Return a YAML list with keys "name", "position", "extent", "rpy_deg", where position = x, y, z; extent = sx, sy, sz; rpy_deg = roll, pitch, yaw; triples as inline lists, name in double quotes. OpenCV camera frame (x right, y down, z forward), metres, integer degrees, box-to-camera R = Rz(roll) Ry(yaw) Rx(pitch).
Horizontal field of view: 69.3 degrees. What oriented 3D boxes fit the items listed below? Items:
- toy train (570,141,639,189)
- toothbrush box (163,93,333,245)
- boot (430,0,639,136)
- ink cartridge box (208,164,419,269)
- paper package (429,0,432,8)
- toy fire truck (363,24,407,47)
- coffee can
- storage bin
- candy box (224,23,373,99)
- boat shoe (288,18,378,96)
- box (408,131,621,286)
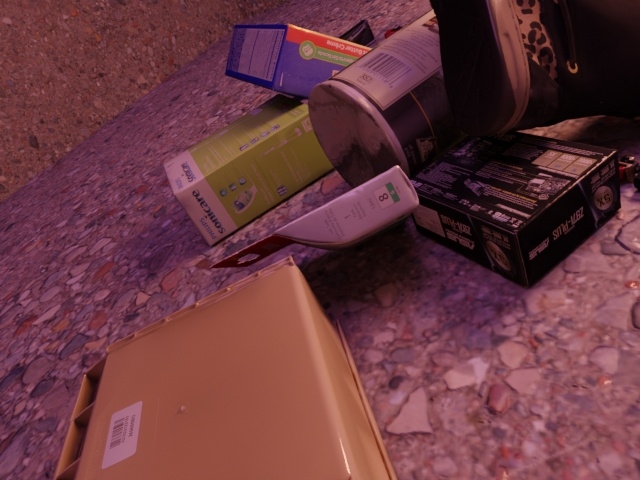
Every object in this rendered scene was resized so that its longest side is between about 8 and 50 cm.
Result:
- name: "toy train"
  position: [0.333, -0.082, 0.533]
  extent: [0.036, 0.027, 0.158]
  rpy_deg: [-45, 35, -5]
- name: "toothbrush box"
  position: [-0.138, -0.146, 0.882]
  extent: [0.283, 0.122, 0.206]
  rpy_deg: [-33, 32, -8]
- name: "boot"
  position: [0.286, -0.304, 0.547]
  extent: [0.284, 0.377, 0.138]
  rpy_deg: [-2, -11, -13]
- name: "ink cartridge box"
  position: [0.000, 0.000, 0.556]
  extent: [0.224, 0.056, 0.181]
  rpy_deg: [-30, -5, 3]
- name: "paper package"
  position: [0.374, -0.669, 1.026]
  extent: [0.309, 0.325, 0.168]
  rpy_deg: [-20, 33, 14]
- name: "toy fire truck"
  position: [0.187, -0.507, 1.200]
  extent: [0.192, 0.047, 0.135]
  rpy_deg: [13, 51, 45]
- name: "coffee can"
  position: [0.148, -0.209, 0.680]
  extent: [0.275, 0.201, 0.201]
  rpy_deg: [-38, 34, -14]
- name: "storage bin"
  position: [-0.089, 0.178, 0.404]
  extent: [0.260, 0.123, 0.262]
  rpy_deg: [-27, 33, 3]
- name: "candy box"
  position: [-0.022, -0.356, 0.963]
  extent: [0.268, 0.122, 0.317]
  rpy_deg: [4, 21, -30]
- name: "boat shoe"
  position: [0.022, -0.500, 1.263]
  extent: [0.301, 0.102, 0.108]
  rpy_deg: [-34, 33, -9]
- name: "box"
  position: [0.209, -0.051, 0.532]
  extent: [0.147, 0.077, 0.180]
  rpy_deg: [-37, 34, -13]
